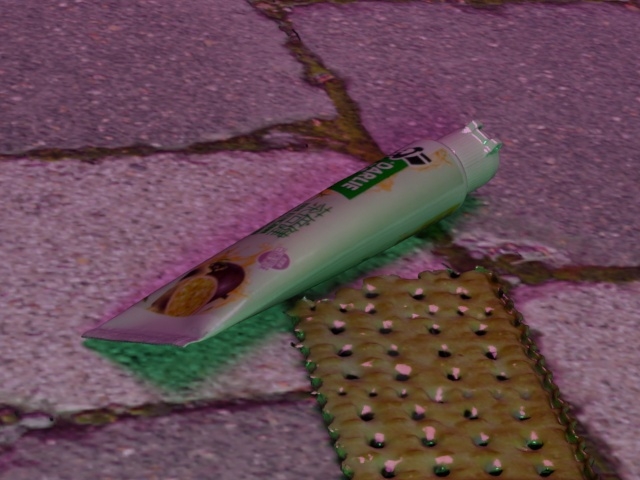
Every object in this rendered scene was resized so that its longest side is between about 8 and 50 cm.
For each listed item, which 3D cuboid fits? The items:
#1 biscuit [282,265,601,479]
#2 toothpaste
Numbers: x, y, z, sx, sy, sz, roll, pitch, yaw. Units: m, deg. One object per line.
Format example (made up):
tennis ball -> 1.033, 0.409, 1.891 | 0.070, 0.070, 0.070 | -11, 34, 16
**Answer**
biscuit -> 0.058, 0.072, 0.976 | 0.144, 0.016, 0.203 | 0, 32, -16
toothpaste -> 0.000, 0.000, 1.054 | 0.056, 0.058, 0.314 | 47, 43, 15
